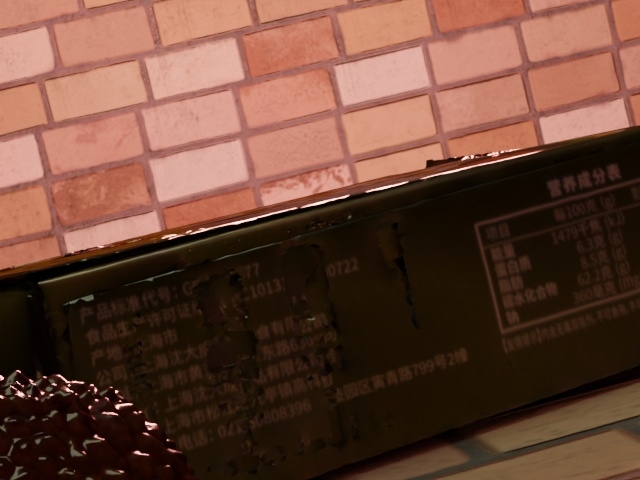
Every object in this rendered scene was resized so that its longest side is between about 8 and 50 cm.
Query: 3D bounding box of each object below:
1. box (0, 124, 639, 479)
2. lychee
[{"bbox_3d":[-0.013,0.043,1.001,0.420,0.138,0.373,-14,4,-22],"label":"box"},{"bbox_3d":[-0.095,0.103,0.541,0.123,0.123,0.129,-13,-32,0],"label":"lychee"}]
